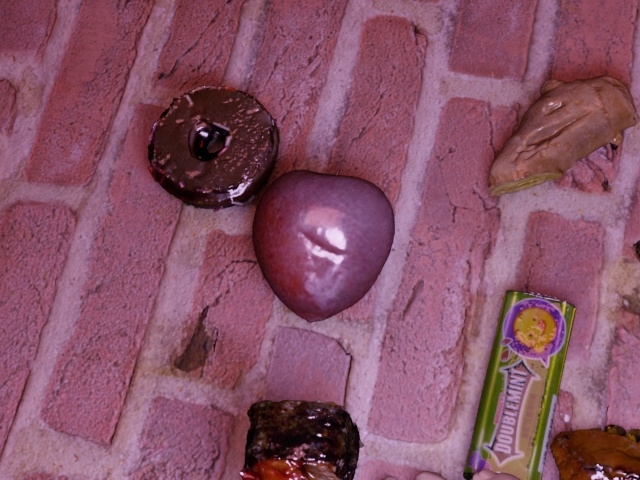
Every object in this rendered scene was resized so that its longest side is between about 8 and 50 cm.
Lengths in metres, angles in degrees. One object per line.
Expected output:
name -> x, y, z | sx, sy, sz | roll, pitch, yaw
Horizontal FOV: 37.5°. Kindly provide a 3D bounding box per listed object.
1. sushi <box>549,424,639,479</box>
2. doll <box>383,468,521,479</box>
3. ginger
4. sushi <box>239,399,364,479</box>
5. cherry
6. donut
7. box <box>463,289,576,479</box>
sushi -> 0.525, 0.414, 1.569 | 0.296, 0.179, 0.167 | 11, 94, 24
doll -> 0.229, 0.451, 1.551 | 0.278, 0.119, 0.154 | -10, 100, 32
ginger -> 0.453, -0.199, 1.803 | 0.354, 0.126, 0.190 | -42, 78, -13
sushi -> -0.023, 0.377, 1.510 | 0.196, 0.343, 0.182 | -4, 57, 0
cherry -> 0.000, 0.000, 1.717 | 0.261, 0.221, 0.307 | 10, 89, 10
donut -> -0.208, -0.178, 1.853 | 0.270, 0.103, 0.269 | -2, 67, 4
box -> 0.351, 0.267, 1.654 | 0.134, 0.097, 0.345 | 14, 72, 12
